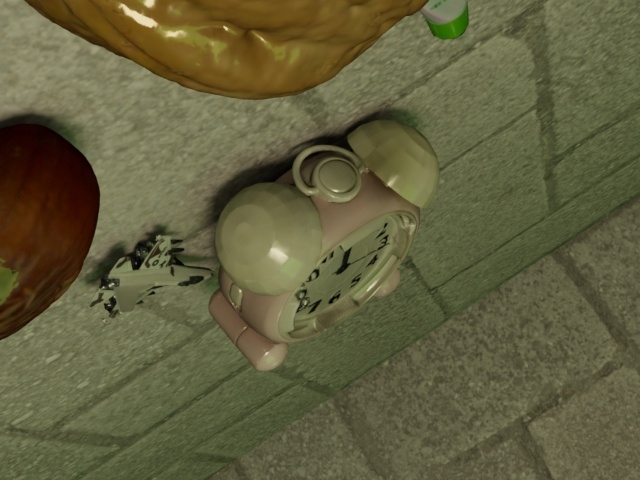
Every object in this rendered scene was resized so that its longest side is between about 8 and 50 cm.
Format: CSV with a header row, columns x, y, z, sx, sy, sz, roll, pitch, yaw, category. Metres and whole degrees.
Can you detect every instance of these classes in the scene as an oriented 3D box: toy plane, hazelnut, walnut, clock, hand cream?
x,y,z,sx,sy,sz,roll,pitch,yaw,category
-0.226,0.044,1.359,0.160,0.082,0.234,-53,168,23,toy plane
-0.306,0.003,0.971,0.181,0.181,0.212,-11,150,-42,hazelnut
-0.063,-0.238,0.635,0.332,0.333,0.333,-28,160,-11,walnut
0.000,0.000,1.410,0.342,0.184,0.326,-37,163,-28,clock
0.123,-0.311,1.090,0.079,0.050,0.275,-58,158,-10,hand cream
